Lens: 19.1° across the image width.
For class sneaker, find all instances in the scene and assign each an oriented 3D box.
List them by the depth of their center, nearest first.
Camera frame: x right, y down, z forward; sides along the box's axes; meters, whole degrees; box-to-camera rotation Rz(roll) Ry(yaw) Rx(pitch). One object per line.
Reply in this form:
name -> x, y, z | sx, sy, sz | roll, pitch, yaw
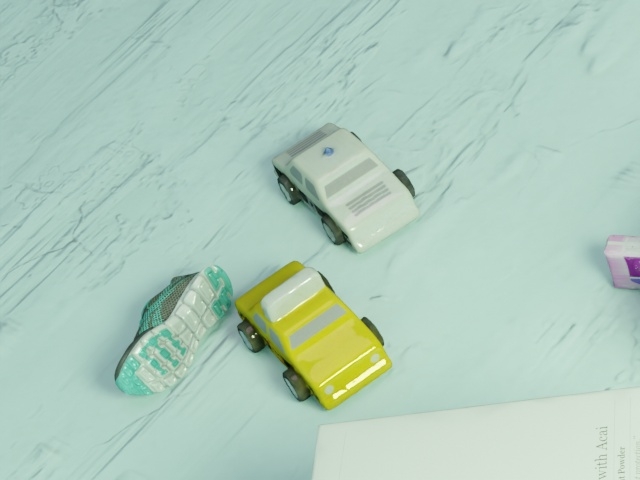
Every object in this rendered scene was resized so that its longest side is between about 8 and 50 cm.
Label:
sneaker -> -0.158, 0.093, 1.923 | 0.076, 0.065, 0.166 | -1, 40, 48

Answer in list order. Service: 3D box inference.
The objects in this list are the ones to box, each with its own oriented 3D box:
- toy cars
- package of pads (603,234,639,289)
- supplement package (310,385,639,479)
toy cars -> 0.000, 0.000, 1.915 | 0.176, 0.087, 0.394 | -6, 43, 19
package of pads -> 0.309, 0.021, 1.775 | 0.083, 0.050, 0.032 | 3, 47, 29
supplement package -> 0.149, 0.248, 1.510 | 0.293, 0.175, 0.177 | -9, 43, 17
